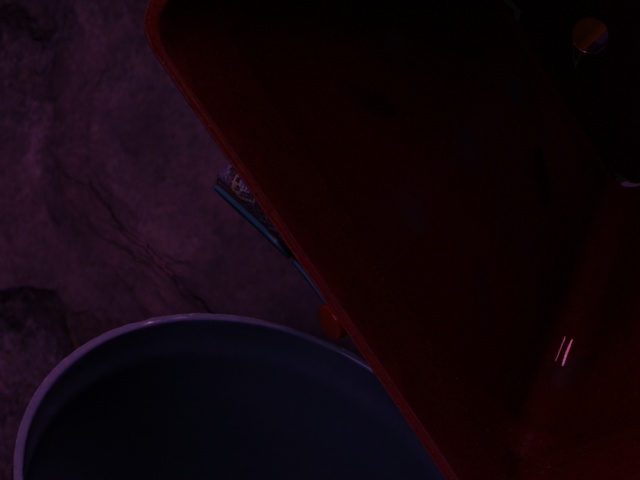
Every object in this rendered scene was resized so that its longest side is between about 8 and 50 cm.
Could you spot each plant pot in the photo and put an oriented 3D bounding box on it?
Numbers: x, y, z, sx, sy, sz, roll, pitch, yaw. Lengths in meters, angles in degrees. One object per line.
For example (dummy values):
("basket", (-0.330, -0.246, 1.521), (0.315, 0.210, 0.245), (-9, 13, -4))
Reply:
("plant pot", (-0.060, 0.217, 0.791), (0.293, 0.293, 0.196), (40, 129, 25))
("plant pot", (0.141, -0.081, 0.530), (0.267, 0.236, 0.267), (-28, 102, 33))

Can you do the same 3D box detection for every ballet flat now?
("ballet flat", (0.000, 0.000, 0.888), (0.070, 0.070, 0.188), (-48, 69, 14))

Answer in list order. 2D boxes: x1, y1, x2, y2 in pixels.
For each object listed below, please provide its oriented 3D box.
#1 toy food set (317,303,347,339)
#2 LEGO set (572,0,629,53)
("toy food set", (0.108, 0.084, 0.769), (0.232, 0.104, 0.111), (51, 150, 22))
("LEGO set", (0.179, -0.167, 0.777), (0.331, 0.192, 0.255), (-49, 46, 28))
